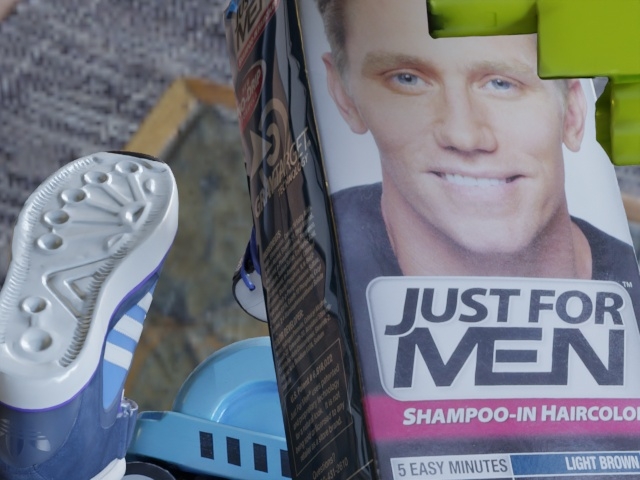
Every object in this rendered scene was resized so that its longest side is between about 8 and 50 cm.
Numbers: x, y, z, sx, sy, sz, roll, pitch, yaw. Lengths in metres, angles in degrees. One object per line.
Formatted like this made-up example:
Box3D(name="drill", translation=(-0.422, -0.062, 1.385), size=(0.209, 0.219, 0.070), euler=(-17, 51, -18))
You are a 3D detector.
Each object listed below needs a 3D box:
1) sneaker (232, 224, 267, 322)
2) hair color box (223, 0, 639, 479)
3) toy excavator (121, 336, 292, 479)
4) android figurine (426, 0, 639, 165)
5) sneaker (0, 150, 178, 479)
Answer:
Box3D(name="sneaker", translation=(0.000, 0.001, 1.343), size=(0.182, 0.315, 0.127), euler=(1, 54, 21))
Box3D(name="hair color box", translation=(0.063, 0.001, 0.866), size=(0.173, 0.105, 0.347), euler=(1, 62, -22))
Box3D(name="toy excavator", translation=(0.016, 0.172, 1.687), size=(0.432, 0.222, 0.445), euler=(11, 71, 13))
Box3D(name="android figurine", translation=(0.181, -0.158, 0.739), size=(0.272, 0.248, 0.056), euler=(1, 3, 11))
Box3D(name="sneaker", translation=(-0.211, 0.098, 1.428), size=(0.130, 0.236, 0.323), euler=(11, 41, 5))
